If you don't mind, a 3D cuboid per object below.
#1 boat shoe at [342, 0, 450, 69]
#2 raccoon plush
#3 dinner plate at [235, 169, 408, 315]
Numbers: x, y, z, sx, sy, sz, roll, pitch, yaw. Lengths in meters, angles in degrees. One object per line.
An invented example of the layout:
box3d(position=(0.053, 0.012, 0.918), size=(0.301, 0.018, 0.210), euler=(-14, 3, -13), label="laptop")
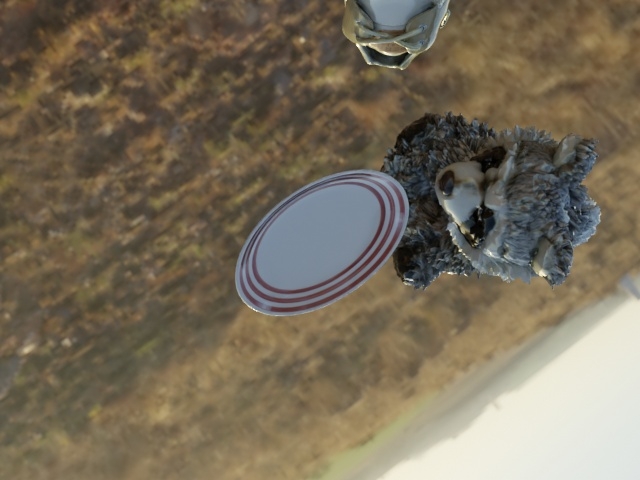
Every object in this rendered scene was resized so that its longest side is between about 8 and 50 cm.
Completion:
box3d(position=(0.078, -0.227, 1.064), size=(0.302, 0.113, 0.103), euler=(-4, 106, -82), label="boat shoe")
box3d(position=(0.283, -0.058, 1.353), size=(0.446, 0.216, 0.299), euler=(-12, -169, -38), label="raccoon plush")
box3d(position=(0.000, 0.000, 0.813), size=(0.141, 0.017, 0.141), euler=(-20, 142, -17), label="dinner plate")
